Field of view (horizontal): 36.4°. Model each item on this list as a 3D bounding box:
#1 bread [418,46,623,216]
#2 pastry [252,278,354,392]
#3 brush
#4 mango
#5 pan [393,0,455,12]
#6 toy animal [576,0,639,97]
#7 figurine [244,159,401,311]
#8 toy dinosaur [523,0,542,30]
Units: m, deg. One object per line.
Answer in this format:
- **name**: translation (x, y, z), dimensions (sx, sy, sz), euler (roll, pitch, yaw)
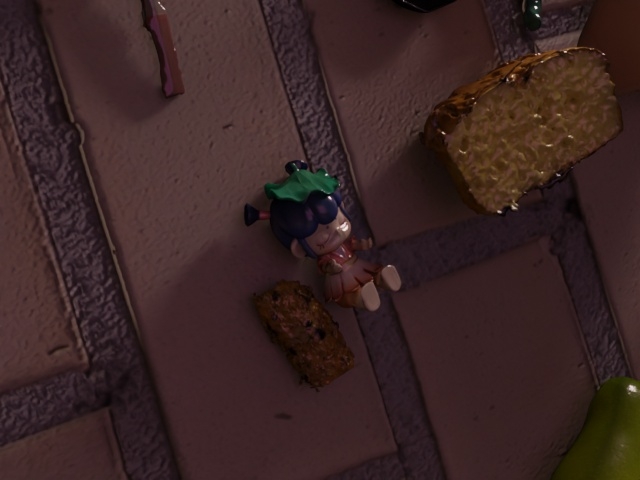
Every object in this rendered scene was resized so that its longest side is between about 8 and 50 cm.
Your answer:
- **bread**: translation (0.249, -0.150, 1.269), dimensions (0.260, 0.147, 0.160), euler (-36, 107, -16)
- **pastry**: translation (-0.019, 0.109, 1.168), dimensions (0.080, 0.056, 0.140), euler (-31, 103, -16)
- **brush**: translation (-0.208, -0.315, 1.134), dimensions (0.084, 0.071, 0.301), euler (-17, 96, -27)
- **mango**: translation (0.387, 0.322, 1.275), dimensions (0.175, 0.143, 0.293), euler (29, 63, -11)
- **pan**: translation (0.110, -0.396, 1.285), dimensions (0.128, 0.048, 0.202), euler (-26, 96, -25)
- **toy animal**: translation (0.526, -0.305, 1.362), dimensions (0.256, 0.213, 0.195), euler (-11, 57, -28)
- **figurine**: translation (0.000, 0.000, 1.166), dimensions (0.111, 0.102, 0.195), euler (-37, 102, -35)
- **toy dinosaur**: translation (0.321, -0.490, 1.375), dimensions (0.383, 0.129, 0.331), euler (51, 57, -9)
